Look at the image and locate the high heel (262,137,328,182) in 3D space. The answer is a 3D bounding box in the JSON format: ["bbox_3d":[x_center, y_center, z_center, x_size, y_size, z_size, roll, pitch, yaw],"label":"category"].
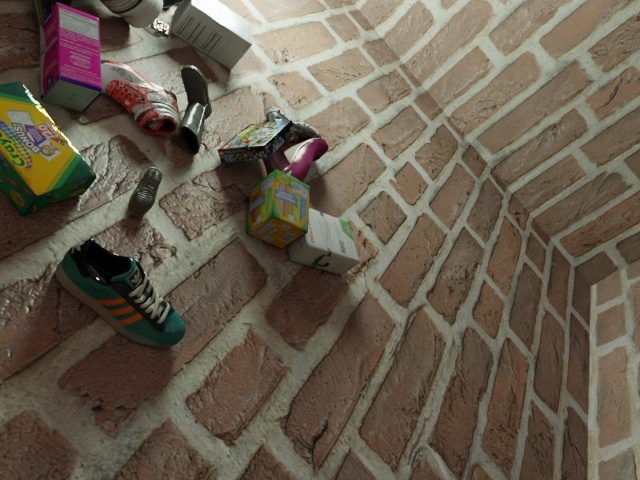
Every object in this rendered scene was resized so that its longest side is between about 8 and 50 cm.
[{"bbox_3d":[-0.063,-0.235,1.961,0.377,0.127,0.181,-25,94,-53],"label":"high heel"}]

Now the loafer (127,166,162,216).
[{"bbox_3d":[-0.436,-0.115,1.452,0.056,0.050,0.148,32,54,-20],"label":"loafer"}]

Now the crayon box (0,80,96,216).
[{"bbox_3d":[-0.645,-0.202,1.260,0.278,0.081,0.165,51,34,-1],"label":"crayon box"}]

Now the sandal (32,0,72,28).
[{"bbox_3d":[-0.730,-0.634,1.572,0.120,0.086,0.303,13,64,-50],"label":"sandal"}]

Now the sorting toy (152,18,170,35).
[{"bbox_3d":[-0.523,-0.699,1.923,0.062,0.012,0.083,25,41,-33],"label":"sorting toy"}]

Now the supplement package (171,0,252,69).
[{"bbox_3d":[-0.372,-0.736,2.023,0.244,0.134,0.139,26,41,-33],"label":"supplement package"}]

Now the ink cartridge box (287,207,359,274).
[{"bbox_3d":[0.000,0.000,1.806,0.219,0.092,0.160,18,46,-38],"label":"ink cartridge box"}]

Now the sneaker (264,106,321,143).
[{"bbox_3d":[-0.098,-0.377,2.064,0.234,0.078,0.106,25,44,-27],"label":"sneaker"}]

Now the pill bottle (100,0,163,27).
[{"bbox_3d":[-0.594,-0.762,1.701,0.278,0.162,0.162,42,25,-61],"label":"pill bottle"}]

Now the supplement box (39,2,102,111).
[{"bbox_3d":[-0.621,-0.453,1.453,0.113,0.111,0.220,10,65,-45],"label":"supplement box"}]

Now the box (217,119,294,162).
[{"bbox_3d":[-0.196,-0.310,1.815,0.233,0.159,0.044,-58,141,-55],"label":"box"}]

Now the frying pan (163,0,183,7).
[{"bbox_3d":[-0.440,-0.856,1.933,0.053,0.326,0.197,70,8,-54],"label":"frying pan"}]

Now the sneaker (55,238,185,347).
[{"bbox_3d":[-0.397,0.113,1.218,0.302,0.121,0.108,38,37,-19],"label":"sneaker"}]

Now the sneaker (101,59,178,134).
[{"bbox_3d":[-0.503,-0.380,1.582,0.270,0.090,0.145,20,43,-41],"label":"sneaker"}]

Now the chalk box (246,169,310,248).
[{"bbox_3d":[-0.120,-0.111,1.705,0.132,0.132,0.213,24,53,-34],"label":"chalk box"}]

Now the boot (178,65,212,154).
[{"bbox_3d":[-0.377,-0.380,1.696,0.209,0.076,0.190,-76,154,-46],"label":"boot"}]
